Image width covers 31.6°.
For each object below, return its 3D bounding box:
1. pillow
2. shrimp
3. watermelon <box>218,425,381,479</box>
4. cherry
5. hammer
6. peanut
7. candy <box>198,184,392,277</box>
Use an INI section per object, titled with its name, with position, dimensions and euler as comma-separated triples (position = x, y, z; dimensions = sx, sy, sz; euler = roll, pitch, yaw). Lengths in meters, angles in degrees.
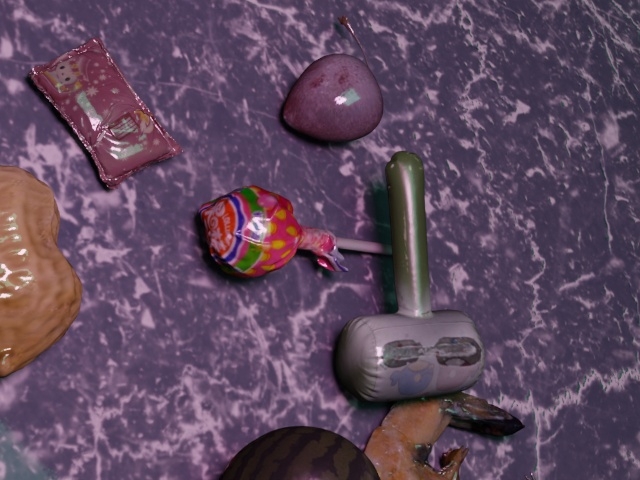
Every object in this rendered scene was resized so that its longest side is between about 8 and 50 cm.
[pillow]
position = -0.269, -0.158, 1.410
dimensions = 0.118, 0.043, 0.185
euler = -37, 94, -30
[shrimp]
position = 0.241, 0.339, 1.585
dimensions = 0.444, 0.085, 0.272
euler = 5, 67, -29
[watermelon]
position = -0.025, 0.319, 1.321
dimensions = 0.212, 0.212, 0.212
euler = 11, 69, -31
[cherry]
position = 0.006, -0.223, 1.588
dimensions = 0.148, 0.115, 0.188
euler = -25, 81, 1
[hammer]
position = 0.115, 0.046, 1.529
dimensions = 0.206, 0.119, 0.336
euler = -1, 86, -31
[peanut]
position = -0.364, 0.032, 1.243
dimensions = 0.196, 0.110, 0.233
euler = -18, 84, -37
[candy]
position = 0.000, 0.000, 1.521
dimensions = 0.365, 0.124, 0.124
euler = 9, 70, -44
